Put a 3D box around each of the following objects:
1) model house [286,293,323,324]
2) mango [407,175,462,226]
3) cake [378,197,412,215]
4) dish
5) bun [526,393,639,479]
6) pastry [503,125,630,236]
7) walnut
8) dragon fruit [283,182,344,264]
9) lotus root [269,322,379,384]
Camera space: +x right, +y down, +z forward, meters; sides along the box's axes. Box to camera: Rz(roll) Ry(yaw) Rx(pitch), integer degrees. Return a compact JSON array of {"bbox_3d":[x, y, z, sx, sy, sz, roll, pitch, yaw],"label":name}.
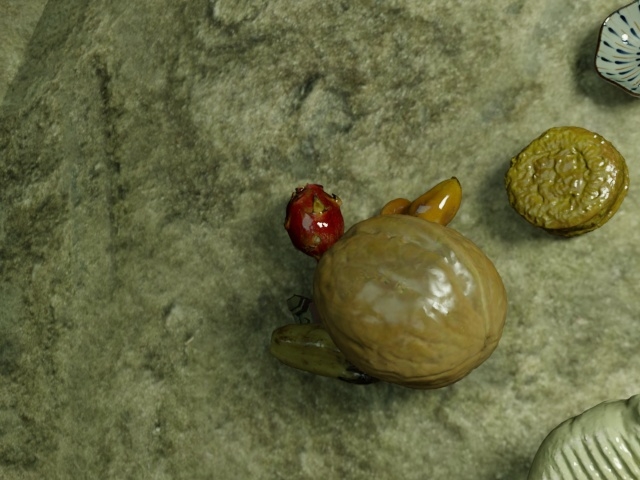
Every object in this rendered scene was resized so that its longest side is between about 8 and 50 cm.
[{"bbox_3d":[-0.024,0.148,1.506,0.058,0.057,0.083,-33,60,31],"label":"model house"},{"bbox_3d":[0.219,-0.063,1.381,0.127,0.077,0.063,-45,31,0],"label":"mango"},{"bbox_3d":[0.155,-0.040,1.440,0.084,0.044,0.084,-12,70,34],"label":"cake"},{"bbox_3d":[0.555,-0.314,1.223,0.190,0.066,0.191,-12,68,31],"label":"dish"},{"bbox_3d":[0.452,0.393,1.001,0.365,0.219,0.365,-14,70,44],"label":"bun"},{"bbox_3d":[0.413,-0.098,1.238,0.188,0.103,0.189,-10,72,33],"label":"pastry"},{"bbox_3d":[0.144,0.097,1.253,0.332,0.332,0.333,-10,72,33],"label":"walnut"},{"bbox_3d":[0.000,0.000,1.507,0.125,0.125,0.246,-15,85,17],"label":"dragon fruit"},{"bbox_3d":[0.016,0.211,1.425,0.258,0.097,0.110,10,118,26],"label":"lotus root"}]
